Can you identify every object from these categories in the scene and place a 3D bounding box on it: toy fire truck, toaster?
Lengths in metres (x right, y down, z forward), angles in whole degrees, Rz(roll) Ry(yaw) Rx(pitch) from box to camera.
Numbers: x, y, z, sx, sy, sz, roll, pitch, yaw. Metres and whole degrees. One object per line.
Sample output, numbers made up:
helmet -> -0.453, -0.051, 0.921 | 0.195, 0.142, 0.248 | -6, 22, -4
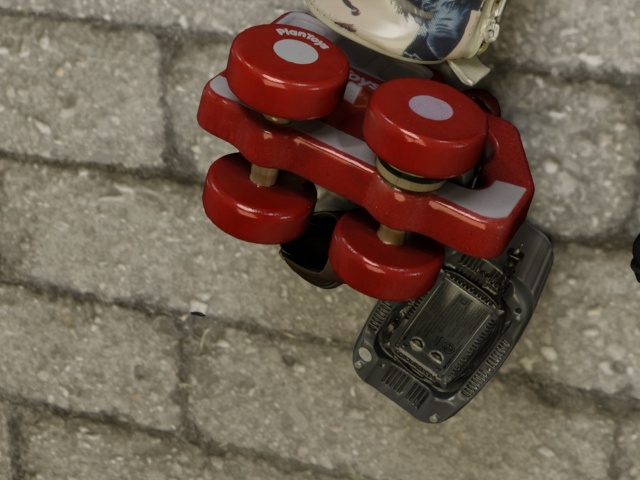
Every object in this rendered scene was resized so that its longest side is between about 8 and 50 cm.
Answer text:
toy fire truck -> 0.051, -0.100, 1.148 | 0.302, 0.254, 0.169 | 24, 128, 13
toaster -> 0.135, 0.055, 1.245 | 0.129, 0.146, 0.227 | 34, 122, 5

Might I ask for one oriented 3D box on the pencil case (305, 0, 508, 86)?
pencil case -> 0.139, -0.339, 1.055 | 0.183, 0.160, 0.410 | 29, 121, 7

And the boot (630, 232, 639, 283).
boot -> 0.345, -0.092, 1.118 | 0.246, 0.094, 0.207 | -25, 103, 28

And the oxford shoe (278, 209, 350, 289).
oxford shoe -> 0.000, 0.000, 1.258 | 0.096, 0.227, 0.082 | 18, 84, -20
